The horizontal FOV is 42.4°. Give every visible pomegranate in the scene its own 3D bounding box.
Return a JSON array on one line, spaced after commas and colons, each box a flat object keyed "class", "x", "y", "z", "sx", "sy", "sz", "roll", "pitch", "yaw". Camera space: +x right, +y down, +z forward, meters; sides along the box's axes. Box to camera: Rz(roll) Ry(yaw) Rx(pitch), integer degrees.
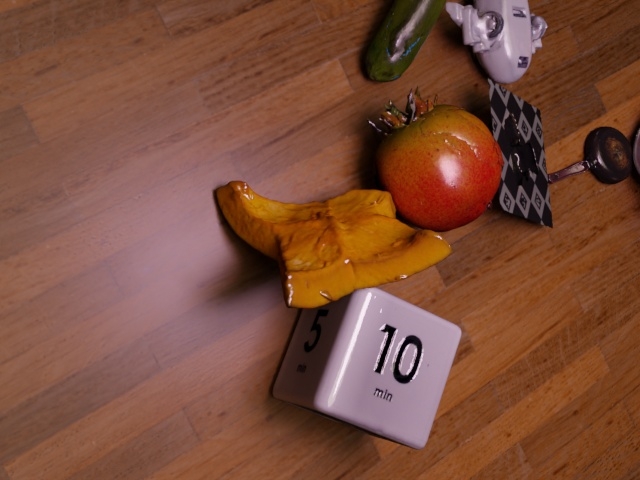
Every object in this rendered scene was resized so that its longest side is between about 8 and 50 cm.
[{"class": "pomegranate", "x": 0.181, "y": -0.126, "z": 1.328, "sx": 0.210, "sy": 0.210, "sz": 0.235, "roll": -41, "pitch": 109, "yaw": -22}]

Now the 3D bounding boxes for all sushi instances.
[{"class": "sushi", "x": 0.335, "y": -0.144, "z": 1.460, "sx": 0.220, "sy": 0.047, "sz": 0.231, "roll": 12, "pitch": 71, "yaw": -51}]

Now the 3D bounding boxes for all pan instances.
[{"class": "pan", "x": 0.520, "y": -0.151, "z": 1.578, "sx": 0.212, "sy": 0.040, "sz": 0.114, "roll": -20, "pitch": 89, "yaw": -25}]

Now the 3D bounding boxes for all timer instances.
[{"class": "timer", "x": 0.068, "y": 0.187, "z": 1.259, "sx": 0.192, "sy": 0.194, "sz": 0.194, "roll": 26, "pitch": 77, "yaw": -21}]

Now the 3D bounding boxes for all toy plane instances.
[{"class": "toy plane", "x": 0.310, "y": -0.398, "z": 1.465, "sx": 0.245, "sy": 0.117, "sz": 0.244, "roll": 5, "pitch": 83, "yaw": -43}]

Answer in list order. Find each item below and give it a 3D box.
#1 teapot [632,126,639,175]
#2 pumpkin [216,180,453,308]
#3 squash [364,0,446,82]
[{"class": "teapot", "x": 0.777, "y": -0.099, "z": 1.597, "sx": 0.312, "sy": 0.233, "sz": 0.314, "roll": 27, "pitch": 85, "yaw": -31}, {"class": "pumpkin", "x": 0.012, "y": -0.012, "z": 1.212, "sx": 0.258, "sy": 0.290, "sz": 0.095, "roll": -15, "pitch": 125, "yaw": -17}, {"class": "squash", "x": 0.169, "y": -0.413, "z": 1.385, "sx": 0.087, "sy": 0.087, "sz": 0.331, "roll": 25, "pitch": 89, "yaw": -21}]
